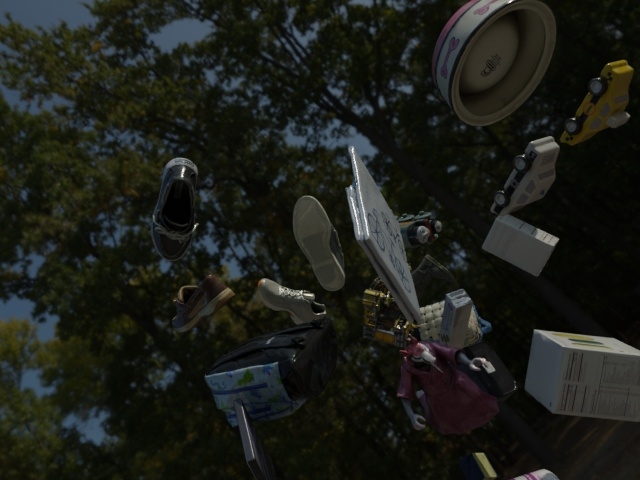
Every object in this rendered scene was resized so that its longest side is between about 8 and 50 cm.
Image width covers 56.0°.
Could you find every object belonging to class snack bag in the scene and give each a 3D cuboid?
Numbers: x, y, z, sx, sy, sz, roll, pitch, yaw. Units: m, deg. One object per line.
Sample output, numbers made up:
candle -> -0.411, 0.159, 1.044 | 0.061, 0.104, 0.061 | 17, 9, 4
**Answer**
snack bag -> 0.138, -0.021, 1.394 | 0.037, 0.342, 0.323 | -22, -47, 16

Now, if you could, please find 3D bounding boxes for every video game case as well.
video game case -> -0.152, 0.557, 1.522 | 0.026, 0.196, 0.274 | -22, -55, -5

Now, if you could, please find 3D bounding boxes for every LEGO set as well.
LEGO set -> 0.290, 0.235, 2.217 | 0.331, 0.192, 0.255 | -38, -44, -59

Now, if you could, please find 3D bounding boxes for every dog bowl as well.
dog bowl -> 0.522, -0.568, 1.862 | 0.408, 0.150, 0.408 | -22, -42, -21

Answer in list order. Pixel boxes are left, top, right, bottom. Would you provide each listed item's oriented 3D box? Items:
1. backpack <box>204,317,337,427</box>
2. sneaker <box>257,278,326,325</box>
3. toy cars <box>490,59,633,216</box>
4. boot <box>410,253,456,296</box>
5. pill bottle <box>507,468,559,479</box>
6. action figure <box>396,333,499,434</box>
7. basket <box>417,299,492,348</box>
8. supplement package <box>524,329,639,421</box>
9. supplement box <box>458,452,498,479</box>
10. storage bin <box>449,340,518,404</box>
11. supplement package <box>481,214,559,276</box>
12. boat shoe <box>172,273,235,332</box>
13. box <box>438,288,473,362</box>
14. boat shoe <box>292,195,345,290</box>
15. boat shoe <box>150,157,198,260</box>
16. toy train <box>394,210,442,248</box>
backpack -> -0.146, 0.368, 1.647 | 0.290, 0.355, 0.273 | -42, -57, -63
sneaker -> -0.088, 0.190, 1.995 | 0.121, 0.099, 0.262 | -33, -55, 32
toy cars -> 0.513, -0.191, 1.244 | 0.394, 0.087, 0.176 | -47, -28, 6
boot -> 0.452, 0.186, 2.582 | 0.208, 0.189, 0.076 | -49, -33, -2
pill bottle -> 0.344, 0.579, 1.186 | 0.301, 0.169, 0.169 | -16, -29, -3
action figure -> 0.320, 0.355, 1.604 | 0.248, 0.276, 0.370 | -33, -62, 8
basket -> 0.503, 0.340, 2.330 | 0.254, 0.201, 0.289 | -23, -27, 25
supplement package -> 0.780, 0.393, 1.776 | 0.199, 0.262, 0.198 | -126, 43, -83
supplement box -> 0.490, 0.712, 1.870 | 0.083, 0.083, 0.056 | 17, -55, -42
storage bin -> 0.500, 0.413, 1.848 | 0.122, 0.180, 0.084 | -12, -34, -30
supplement package -> 0.584, 0.009, 1.760 | 0.105, 0.179, 0.105 | -25, -40, -58
boat shoe -> -0.398, 0.193, 1.908 | 0.123, 0.123, 0.342 | -43, 7, -39
box -> 0.436, 0.286, 1.967 | 0.067, 0.063, 0.324 | -19, -41, -12
boat shoe -> 0.000, 0.000, 1.862 | 0.116, 0.319, 0.099 | -15, 21, 16
boat shoe -> -0.355, -0.050, 1.484 | 0.113, 0.105, 0.306 | 11, -52, -19
toy train -> 0.330, -0.025, 2.468 | 0.334, 0.142, 0.190 | -5, 19, 47
